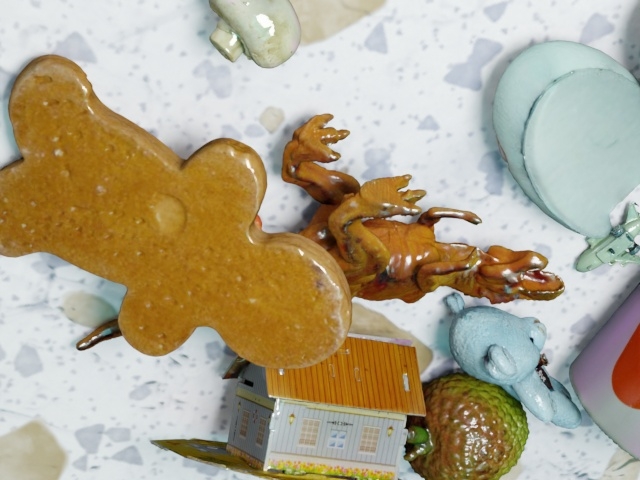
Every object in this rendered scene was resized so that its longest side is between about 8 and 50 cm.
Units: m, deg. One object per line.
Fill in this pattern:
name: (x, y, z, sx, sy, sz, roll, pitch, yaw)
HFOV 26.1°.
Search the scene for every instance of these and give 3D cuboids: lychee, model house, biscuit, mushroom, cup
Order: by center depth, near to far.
mushroom: (-0.053, -0.168, 1.062, 0.067, 0.083, 0.083, -41, 122, -3)
biscuit: (-0.119, -0.003, 1.115, 0.324, 0.049, 0.205, 27, 116, 4)
model house: (-0.024, 0.138, 1.232, 0.219, 0.207, 0.136, 11, 89, -22)
cup: (0.372, 0.067, 1.252, 0.203, 0.203, 0.288, 28, 119, -26)
lychee: (0.133, 0.181, 1.304, 0.146, 0.114, 0.114, -10, 127, -37)

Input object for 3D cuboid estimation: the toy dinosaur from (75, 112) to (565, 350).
toy dinosaur: (0.000, 0.000, 1.176, 0.432, 0.097, 0.208, -1, 137, -2)

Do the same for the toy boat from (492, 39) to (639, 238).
toy boat: (0.219, -0.093, 1.186, 0.134, 0.079, 0.208, -43, 130, 8)

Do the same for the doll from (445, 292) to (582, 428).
doll: (0.192, 0.111, 1.276, 0.180, 0.120, 0.075, 30, 103, -32)

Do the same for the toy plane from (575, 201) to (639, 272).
toy plane: (0.269, 0.004, 1.270, 0.083, 0.033, 0.080, -42, 109, 14)
